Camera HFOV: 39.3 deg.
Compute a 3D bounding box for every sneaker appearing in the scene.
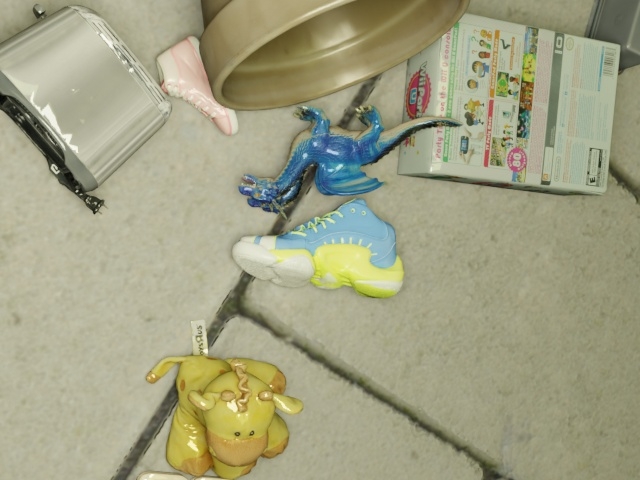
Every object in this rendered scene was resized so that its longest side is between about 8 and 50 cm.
[{"bbox_3d":[0.000,0.000,1.197,0.240,0.091,0.126,14,69,-23],"label":"sneaker"},{"bbox_3d":[-0.160,-0.183,1.124,0.070,0.051,0.134,-30,101,-18],"label":"sneaker"}]

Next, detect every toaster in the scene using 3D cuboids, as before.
[{"bbox_3d":[-0.276,-0.158,1.033,0.146,0.129,0.227,-44,107,-18],"label":"toaster"}]

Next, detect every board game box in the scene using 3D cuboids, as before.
[{"bbox_3d":[0.273,-0.188,1.287,0.304,0.097,0.223,5,90,-25],"label":"board game box"}]

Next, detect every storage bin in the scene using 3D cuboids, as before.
[{"bbox_3d":[0.475,-0.323,1.370,0.098,0.091,0.135,19,86,-23],"label":"storage bin"}]

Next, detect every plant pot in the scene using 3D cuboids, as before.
[{"bbox_3d":[-0.023,-0.345,1.058,0.323,0.323,0.280,-19,85,-21],"label":"plant pot"}]

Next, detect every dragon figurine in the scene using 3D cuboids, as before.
[{"bbox_3d":[0.036,-0.100,1.173,0.289,0.085,0.144,-1,90,-8],"label":"dragon figurine"}]

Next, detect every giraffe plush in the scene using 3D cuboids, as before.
[{"bbox_3d":[-0.105,0.208,1.102,0.181,0.170,0.210,-24,102,-20],"label":"giraffe plush"}]

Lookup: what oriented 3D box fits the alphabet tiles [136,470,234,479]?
[{"bbox_3d":[-0.193,0.443,1.159,0.278,0.021,0.284,11,89,-24],"label":"alphabet tiles"}]
